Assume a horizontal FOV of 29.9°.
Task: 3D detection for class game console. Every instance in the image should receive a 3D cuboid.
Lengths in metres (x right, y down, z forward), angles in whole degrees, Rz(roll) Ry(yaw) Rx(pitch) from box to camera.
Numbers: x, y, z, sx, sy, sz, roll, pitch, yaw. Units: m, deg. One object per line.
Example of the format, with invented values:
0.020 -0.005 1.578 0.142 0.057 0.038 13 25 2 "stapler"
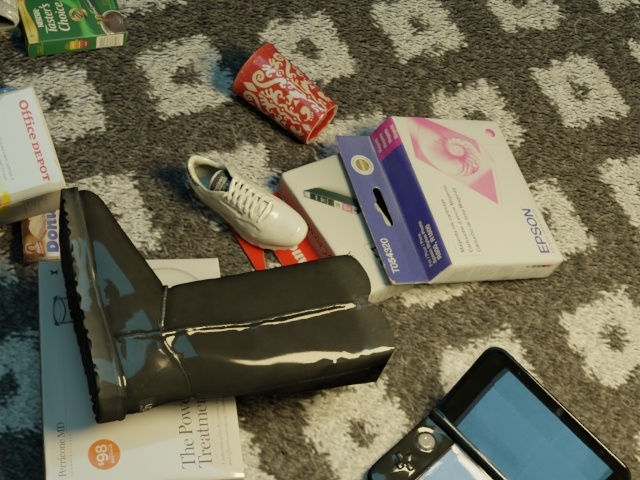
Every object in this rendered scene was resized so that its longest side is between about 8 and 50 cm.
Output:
0.263 0.356 1.799 0.250 0.173 0.293 -36 71 -31 "game console"

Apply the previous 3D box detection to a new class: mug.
-0.049 -0.272 2.177 0.169 0.113 0.150 40 59 9 "mug"

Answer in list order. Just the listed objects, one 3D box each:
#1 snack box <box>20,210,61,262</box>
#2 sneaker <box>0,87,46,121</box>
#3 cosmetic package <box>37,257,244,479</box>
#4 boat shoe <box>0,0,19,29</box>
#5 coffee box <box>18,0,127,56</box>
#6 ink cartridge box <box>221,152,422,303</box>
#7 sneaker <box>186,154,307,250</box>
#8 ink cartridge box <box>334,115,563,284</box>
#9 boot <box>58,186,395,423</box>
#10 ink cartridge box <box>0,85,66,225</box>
-0.461 -0.043 1.973 0.064 0.022 0.178 -2 58 -16 "snack box"
-0.576 -0.211 2.028 0.240 0.091 0.126 20 42 -9 "sneaker"
-0.279 0.208 1.810 0.285 0.097 0.377 -2 58 -13 "cosmetic package"
-0.694 -0.415 2.103 0.320 0.118 0.103 -3 57 -17 "boat shoe"
-0.457 -0.399 2.198 0.184 0.040 0.113 -10 60 -20 "coffee box"
0.000 0.000 2.039 0.239 0.060 0.275 -21 65 -27 "ink cartridge box"
-0.128 -0.063 2.005 0.235 0.095 0.090 29 74 17 "sneaker"
0.225 -0.076 2.099 0.330 0.071 0.324 -1 55 -30 "ink cartridge box"
-0.145 0.066 1.790 0.445 0.146 0.367 -9 68 -19 "boot"
-0.531 -0.112 1.867 0.233 0.168 0.171 -17 84 -14 "ink cartridge box"
